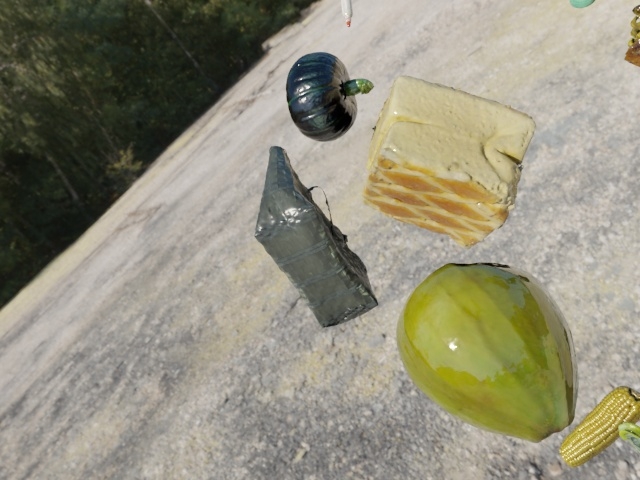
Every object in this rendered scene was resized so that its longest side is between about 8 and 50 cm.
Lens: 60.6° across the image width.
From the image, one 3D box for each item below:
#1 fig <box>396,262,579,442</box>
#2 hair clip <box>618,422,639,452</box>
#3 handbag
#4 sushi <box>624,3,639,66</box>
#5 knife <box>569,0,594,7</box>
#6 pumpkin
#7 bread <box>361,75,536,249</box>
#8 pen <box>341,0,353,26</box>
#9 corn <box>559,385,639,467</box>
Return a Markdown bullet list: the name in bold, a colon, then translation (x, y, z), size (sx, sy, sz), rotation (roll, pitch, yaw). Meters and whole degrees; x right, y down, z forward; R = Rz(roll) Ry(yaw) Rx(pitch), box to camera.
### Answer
- **fig**: translation (0.241, 0.159, 0.775), size (0.239, 0.239, 0.271), rotation (-38, 47, 9)
- **hair clip**: translation (0.493, 0.327, 0.772), size (0.033, 0.188, 0.060), rotation (-38, -5, -32)
- **handbag**: translation (0.000, 0.000, 0.783), size (0.089, 0.270, 0.175), rotation (-26, 28, 17)
- **sushi**: translation (0.844, -0.481, 1.264), size (0.296, 0.167, 0.179), rotation (-30, 47, 14)
- **knife**: translation (0.606, -0.605, 1.211), size (0.063, 0.034, 0.260), rotation (8, 58, 35)
- **pumpkin**: translation (0.034, -0.403, 1.524), size (0.248, 0.248, 0.248), rotation (-35, 23, 17)
- **bread**: translation (0.311, -0.198, 1.454), size (0.371, 0.390, 0.279), rotation (113, 178, -70)
- **pen**: translation (0.053, -0.541, 1.177), size (0.026, 0.026, 0.218), rotation (-24, 58, 37)
- **corn**: translation (0.619, 0.413, 1.212), size (0.231, 0.080, 0.080), rotation (-55, 15, 24)
